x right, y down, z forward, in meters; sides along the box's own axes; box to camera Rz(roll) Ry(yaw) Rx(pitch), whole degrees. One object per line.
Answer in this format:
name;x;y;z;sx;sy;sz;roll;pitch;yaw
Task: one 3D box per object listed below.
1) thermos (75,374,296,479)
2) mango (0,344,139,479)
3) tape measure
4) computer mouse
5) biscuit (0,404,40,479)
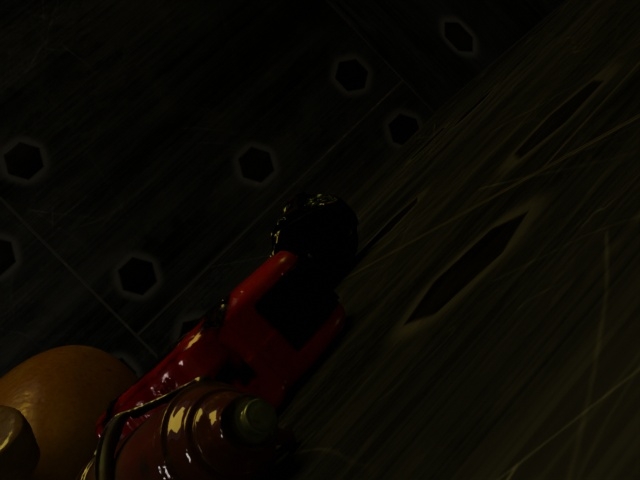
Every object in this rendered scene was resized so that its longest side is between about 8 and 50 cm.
thermos;-0.095;0.164;0.735;0.124;0.099;0.232;3;-28;-36
mango;-0.329;0.278;1.186;0.264;0.221;0.378;-32;18;26
tape measure;-0.095;0.125;1.036;0.253;0.114;0.260;-41;4;43
computer mouse;0.000;0.000;1.474;0.077;0.146;0.241;-18;15;35
biscuit;-0.459;0.313;0.964;0.368;0.076;0.394;-13;32;22
